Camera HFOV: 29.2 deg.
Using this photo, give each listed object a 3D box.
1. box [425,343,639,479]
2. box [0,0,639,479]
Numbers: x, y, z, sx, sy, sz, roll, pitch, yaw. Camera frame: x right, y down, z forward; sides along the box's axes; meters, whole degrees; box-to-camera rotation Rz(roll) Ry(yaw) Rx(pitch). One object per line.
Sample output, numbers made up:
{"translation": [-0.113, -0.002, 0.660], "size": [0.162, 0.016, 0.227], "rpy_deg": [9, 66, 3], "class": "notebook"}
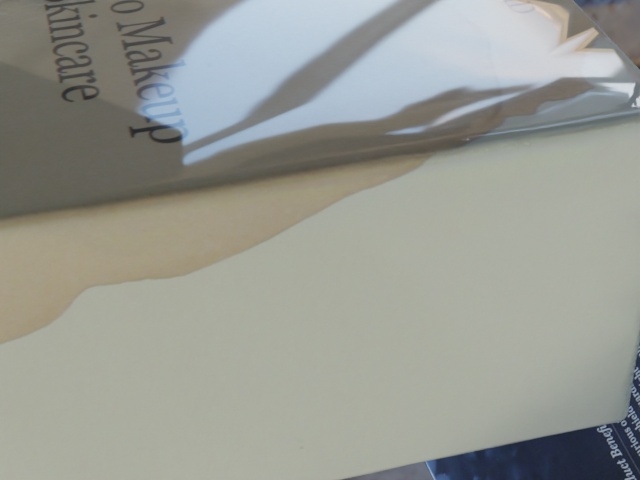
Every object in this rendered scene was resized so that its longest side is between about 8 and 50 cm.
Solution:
{"translation": [0.280, 0.138, 0.920], "size": [0.294, 0.296, 0.182], "rpy_deg": [-41, 55, 25], "class": "box"}
{"translation": [-0.067, -0.001, 0.385], "size": [0.311, 0.121, 0.148], "rpy_deg": [-11, 38, -13], "class": "box"}
